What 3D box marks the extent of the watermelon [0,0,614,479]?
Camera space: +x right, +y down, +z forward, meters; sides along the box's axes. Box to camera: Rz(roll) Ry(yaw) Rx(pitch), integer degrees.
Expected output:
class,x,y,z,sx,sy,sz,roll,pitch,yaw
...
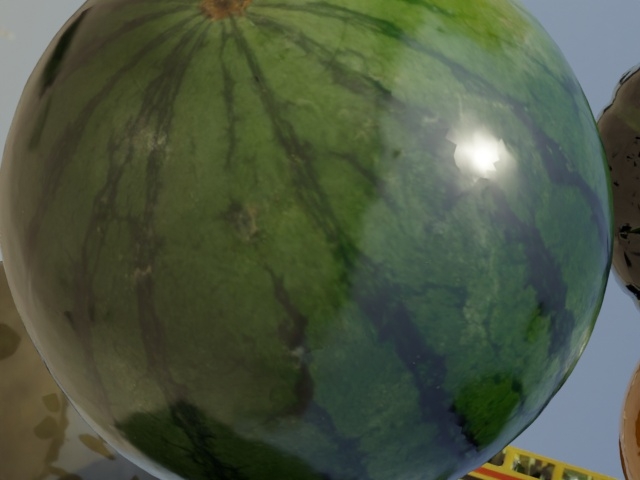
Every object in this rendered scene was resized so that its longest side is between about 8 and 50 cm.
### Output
class,x,y,z,sx,sy,sz,roll,pitch,yaw
watermelon,0.000,0.000,0.540,0.214,0.188,0.188,66,21,-48

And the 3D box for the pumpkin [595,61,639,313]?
class,x,y,z,sx,sy,sz,roll,pitch,yaw
pumpkin,0.359,-0.041,1.306,0.296,0.296,0.296,-52,-154,39

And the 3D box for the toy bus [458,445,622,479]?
class,x,y,z,sx,sy,sz,roll,pitch,yaw
toy bus,0.249,0.281,1.535,0.123,0.335,0.121,-61,164,-54

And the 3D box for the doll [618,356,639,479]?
class,x,y,z,sx,sy,sz,roll,pitch,yaw
doll,0.271,0.107,1.062,0.213,0.236,0.213,-24,-129,34

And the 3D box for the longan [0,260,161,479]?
class,x,y,z,sx,sy,sz,roll,pitch,yaw
longan,-0.208,0.134,1.294,0.248,0.248,0.248,-52,-154,39
